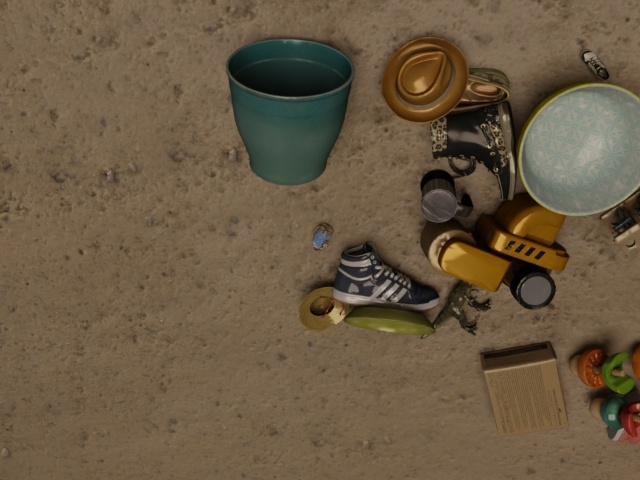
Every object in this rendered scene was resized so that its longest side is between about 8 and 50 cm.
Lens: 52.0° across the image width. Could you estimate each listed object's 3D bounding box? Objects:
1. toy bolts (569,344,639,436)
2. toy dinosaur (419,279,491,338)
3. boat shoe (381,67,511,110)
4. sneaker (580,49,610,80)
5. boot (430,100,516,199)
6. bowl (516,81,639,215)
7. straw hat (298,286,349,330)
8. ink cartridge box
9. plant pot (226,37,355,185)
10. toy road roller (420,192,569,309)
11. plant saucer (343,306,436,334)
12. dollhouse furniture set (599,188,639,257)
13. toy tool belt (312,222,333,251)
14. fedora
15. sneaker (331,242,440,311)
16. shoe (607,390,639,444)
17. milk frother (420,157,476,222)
[{"bbox_3d":[0.782,0.380,1.732,0.218,0.158,0.228,-16,95,-27],"label":"toy bolts"},{"bbox_3d":[0.373,0.185,1.721,0.118,0.064,0.268,21,128,-8],"label":"toy dinosaur"},{"bbox_3d":[0.277,-0.338,1.462,0.285,0.089,0.104,-2,115,9],"label":"boat shoe"},{"bbox_3d":[0.600,-0.381,1.423,0.083,0.037,0.032,40,117,-9],"label":"sneaker"},{"bbox_3d":[0.347,-0.193,1.476,0.179,0.085,0.236,-4,124,18],"label":"boot"},{"bbox_3d":[0.559,-0.216,1.436,0.290,0.156,0.289,1,116,1],"label":"bowl"},{"bbox_3d":[0.001,0.171,1.768,0.145,0.061,0.144,-8,118,-16],"label":"straw hat"},{"bbox_3d":[0.555,0.407,1.786,0.193,0.088,0.234,-12,113,13],"label":"ink cartridge box"},{"bbox_3d":[-0.068,-0.274,1.465,0.272,0.271,0.255,7,131,5],"label":"plant pot"},{"bbox_3d":[0.424,-0.009,1.548,0.330,0.202,0.240,19,105,-6],"label":"toy road roller"},{"bbox_3d":[0.180,0.206,1.699,0.241,0.241,0.037,7,76,5],"label":"plant saucer"},{"bbox_3d":[0.690,-0.084,1.502,0.184,0.129,0.129,44,114,-14],"label":"dollhouse furniture set"},{"bbox_3d":[0.000,0.000,1.691,0.052,0.051,0.083,26,117,-4],"label":"toy tool belt"},{"bbox_3d":[0.221,-0.349,1.399,0.194,0.079,0.194,0,90,11],"label":"fedora"},{"bbox_3d":[0.177,0.092,1.684,0.282,0.099,0.153,5,106,-4],"label":"sneaker"},{"bbox_3d":[0.863,0.486,1.796,0.081,0.063,0.178,13,120,-3],"label":"shoe"},{"bbox_3d":[0.299,-0.133,1.534,0.129,0.134,0.143,2,116,7],"label":"milk frother"}]
